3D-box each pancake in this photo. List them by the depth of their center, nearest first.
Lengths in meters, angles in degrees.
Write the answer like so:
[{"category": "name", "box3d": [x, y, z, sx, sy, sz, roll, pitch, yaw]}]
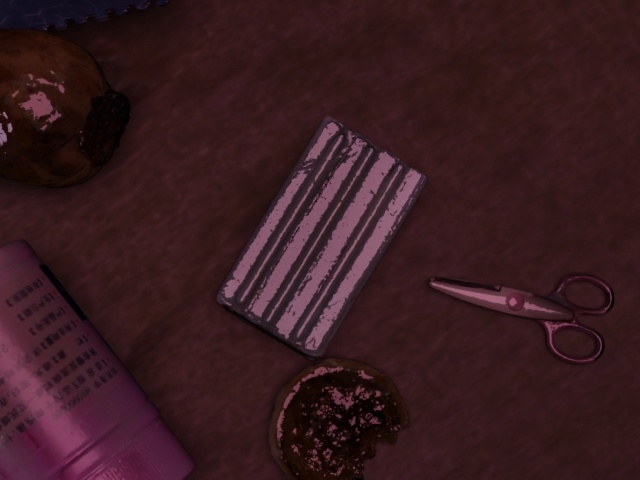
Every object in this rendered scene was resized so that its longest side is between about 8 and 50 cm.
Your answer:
[{"category": "pancake", "box3d": [0.012, 0.167, 1.558, 0.116, 0.022, 0.129, 42, 85, -13]}]

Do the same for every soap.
[{"category": "soap", "box3d": [0.000, 0.000, 1.557, 0.114, 0.063, 0.198, 33, 84, -1]}]

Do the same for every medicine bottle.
[{"category": "medicine bottle", "box3d": [-0.240, 0.142, 1.484, 0.152, 0.152, 0.254, -38, 90, -6]}]

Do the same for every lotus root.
[{"category": "lotus root", "box3d": [-0.276, -0.123, 1.516, 0.214, 0.138, 0.138, 16, 84, 0]}]

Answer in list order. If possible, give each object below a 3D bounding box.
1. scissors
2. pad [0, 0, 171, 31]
[{"category": "scissors", "box3d": [0.184, 0.059, 1.587, 0.176, 0.022, 0.085, 13, 86, -6]}, {"category": "pad", "box3d": [-0.253, -0.318, 1.537, 0.270, 0.012, 0.269, -11, 85, 19]}]
